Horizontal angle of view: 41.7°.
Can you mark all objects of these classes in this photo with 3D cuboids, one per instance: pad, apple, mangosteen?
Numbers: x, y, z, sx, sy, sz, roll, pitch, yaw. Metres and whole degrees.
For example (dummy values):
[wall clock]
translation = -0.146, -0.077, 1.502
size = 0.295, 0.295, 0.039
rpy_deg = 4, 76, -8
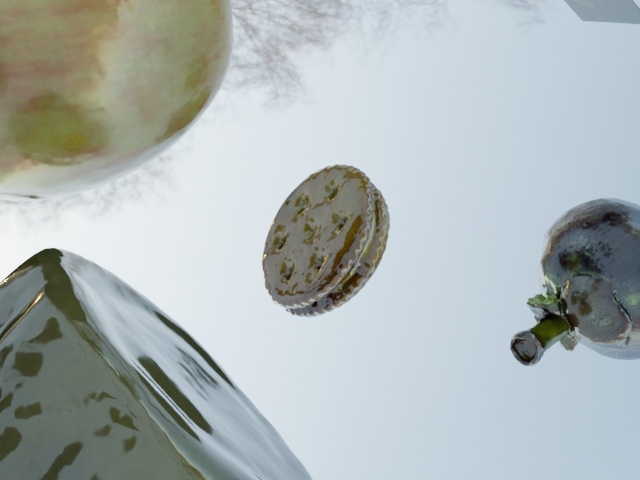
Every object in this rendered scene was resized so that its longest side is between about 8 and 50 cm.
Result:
[pad]
translation = 0.360, -0.353, 1.154
size = 0.127, 0.190, 0.004
rpy_deg = 27, -93, 55
[apple]
translation = -0.281, -0.236, 0.895
size = 0.391, 0.347, 0.391
rpy_deg = 42, -41, 52
[mangosteen]
translation = 0.373, 0.070, 1.158
size = 0.231, 0.289, 0.231
rpy_deg = 61, -11, 21

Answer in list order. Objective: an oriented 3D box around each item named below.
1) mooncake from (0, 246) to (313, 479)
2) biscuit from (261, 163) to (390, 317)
[mooncake]
translation = -0.170, 0.200, 0.746
size = 0.201, 0.378, 0.378
rpy_deg = -44, -123, -1
[biscuit]
translation = 0.000, 0.000, 1.152
size = 0.220, 0.066, 0.220
rpy_deg = -29, -135, 34
